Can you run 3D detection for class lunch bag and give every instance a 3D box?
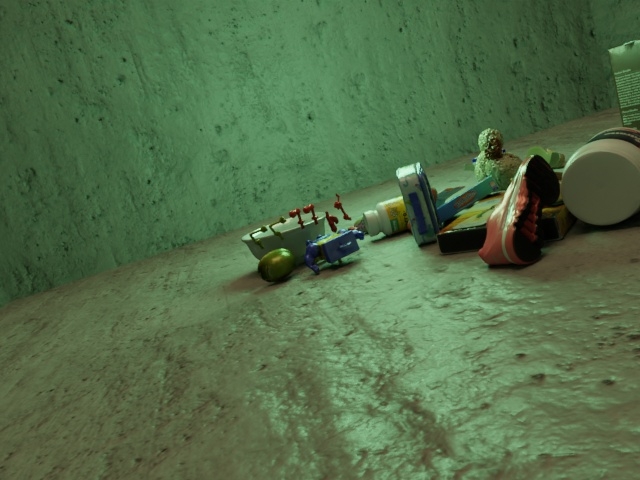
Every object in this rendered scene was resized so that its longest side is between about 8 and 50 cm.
[{"bbox_3d":[0.286,-0.105,1.676,0.090,0.218,0.176,-16,17,13],"label":"lunch bag"}]

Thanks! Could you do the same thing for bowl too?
[{"bbox_3d":[-0.107,0.010,1.960,0.298,0.133,0.298,-16,9,3],"label":"bowl"}]

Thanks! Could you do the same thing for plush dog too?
[{"bbox_3d":[0.611,-0.238,1.965,0.210,0.262,0.225,-46,0,4],"label":"plush dog"}]

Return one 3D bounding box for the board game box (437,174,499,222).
[{"bbox_3d":[0.457,-0.130,1.817,0.210,0.047,0.160,-32,-3,17],"label":"board game box"}]

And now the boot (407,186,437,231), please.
[{"bbox_3d":[0.325,-0.090,1.816,0.059,0.157,0.084,22,17,-2],"label":"boot"}]

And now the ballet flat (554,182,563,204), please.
[{"bbox_3d":[0.560,-0.140,1.481,0.080,0.073,0.232,-16,11,3],"label":"ballet flat"}]

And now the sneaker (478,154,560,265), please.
[{"bbox_3d":[0.433,-0.072,1.304,0.136,0.116,0.313,-23,31,53],"label":"sneaker"}]

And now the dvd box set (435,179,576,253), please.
[{"bbox_3d":[0.532,-0.073,1.549,0.308,0.062,0.420,-9,13,38],"label":"dvd box set"}]

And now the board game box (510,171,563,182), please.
[{"bbox_3d":[0.693,-0.184,1.786,0.124,0.039,0.260,-9,-1,44],"label":"board game box"}]

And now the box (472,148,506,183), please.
[{"bbox_3d":[0.649,-0.262,2.185,0.126,0.137,0.072,-25,13,-39],"label":"box"}]

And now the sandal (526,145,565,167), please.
[{"bbox_3d":[0.921,-0.321,2.322,0.079,0.088,0.240,13,11,-14],"label":"sandal"}]

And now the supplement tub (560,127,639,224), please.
[{"bbox_3d":[0.680,-0.152,1.354,0.191,0.191,0.272,-10,12,37],"label":"supplement tub"}]

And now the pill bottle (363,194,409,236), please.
[{"bbox_3d":[0.252,-0.084,1.922,0.209,0.117,0.117,-17,10,-3],"label":"pill bottle"}]

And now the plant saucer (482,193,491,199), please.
[{"bbox_3d":[0.576,-0.159,2.101,0.084,0.013,0.083,-16,10,3],"label":"plant saucer"}]

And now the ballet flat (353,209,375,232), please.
[{"bbox_3d":[0.230,-0.075,2.084,0.222,0.076,0.079,-18,29,-10],"label":"ballet flat"}]

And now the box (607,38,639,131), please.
[{"bbox_3d":[1.166,-0.521,2.038,0.143,0.380,0.191,-20,10,-20],"label":"box"}]

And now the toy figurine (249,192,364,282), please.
[{"bbox_3d":[0.000,0.000,1.717,0.363,0.191,0.217,-23,16,-27],"label":"toy figurine"}]

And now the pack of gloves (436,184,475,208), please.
[{"bbox_3d":[0.452,-0.132,1.989,0.195,0.046,0.232,-9,-11,-22],"label":"pack of gloves"}]
